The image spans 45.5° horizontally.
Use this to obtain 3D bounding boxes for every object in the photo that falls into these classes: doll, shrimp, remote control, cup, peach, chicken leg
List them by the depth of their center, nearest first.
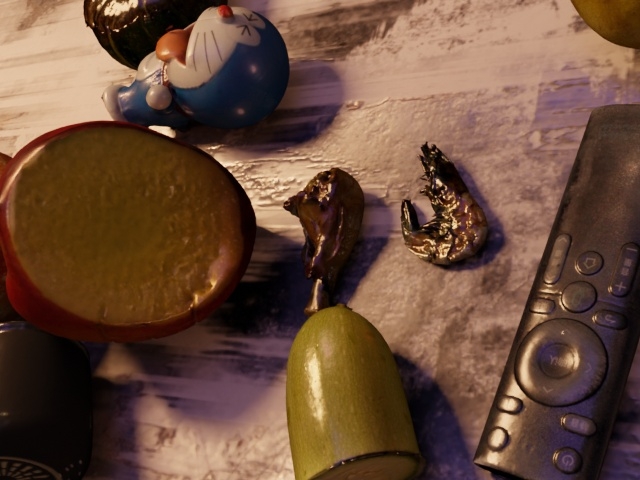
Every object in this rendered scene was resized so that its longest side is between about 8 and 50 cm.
[{"bbox_3d":[0.247,0.040,0.697,0.107,0.044,0.378,8,66,43],"label":"remote control"},{"bbox_3d":[0.121,-0.042,0.829,0.091,0.034,0.161,-26,53,13],"label":"shrimp"},{"bbox_3d":[0.000,0.000,0.854,0.093,0.070,0.178,4,74,3],"label":"chicken leg"},{"bbox_3d":[-0.363,0.199,0.859,0.223,0.169,0.177,-18,49,13],"label":"cup"},{"bbox_3d":[-0.211,-0.014,0.867,0.274,0.249,0.245,4,20,-6],"label":"peach"},{"bbox_3d":[-0.164,-0.224,1.021,0.256,0.161,0.215,-11,31,26],"label":"doll"}]

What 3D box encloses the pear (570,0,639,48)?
[{"bbox_3d":[0.339,-0.288,0.765,0.199,0.200,0.200,-14,56,21],"label":"pear"}]

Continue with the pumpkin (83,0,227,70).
[{"bbox_3d":[-0.251,-0.373,1.154,0.237,0.159,0.238,-12,55,17],"label":"pumpkin"}]

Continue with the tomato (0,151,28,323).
[{"bbox_3d":[-0.461,0.020,0.992,0.270,0.223,0.270,-8,42,7],"label":"tomato"}]

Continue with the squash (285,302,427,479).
[{"bbox_3d":[0.022,0.143,0.717,0.123,0.123,0.187,-21,54,16],"label":"squash"}]
